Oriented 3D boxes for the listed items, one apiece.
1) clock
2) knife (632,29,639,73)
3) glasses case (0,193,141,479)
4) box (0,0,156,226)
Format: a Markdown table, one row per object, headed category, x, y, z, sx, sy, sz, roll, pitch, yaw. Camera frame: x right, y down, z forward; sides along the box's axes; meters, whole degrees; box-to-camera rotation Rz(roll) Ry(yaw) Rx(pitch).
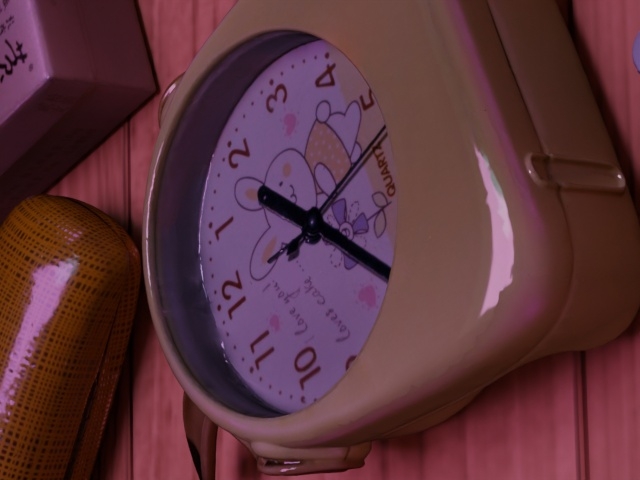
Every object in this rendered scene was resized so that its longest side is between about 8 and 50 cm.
| category | x | y | z | sx | sy | sz | roll | pitch | yaw |
| --- | --- | --- | --- | --- | --- | --- | --- | --- | --- |
| clock | 0.000 | 0.000 | 0.701 | 0.232 | 0.069 | 0.170 | -39 | 59 | 41 |
| knife | 0.176 | -0.112 | 0.544 | 0.260 | 0.035 | 0.063 | -23 | 66 | 49 |
| glasses case | -0.135 | 0.093 | 0.850 | 0.079 | 0.064 | 0.234 | 30 | 108 | 38 |
| box | -0.165 | -0.079 | 0.904 | 0.201 | 0.058 | 0.141 | -34 | 62 | 41 |
